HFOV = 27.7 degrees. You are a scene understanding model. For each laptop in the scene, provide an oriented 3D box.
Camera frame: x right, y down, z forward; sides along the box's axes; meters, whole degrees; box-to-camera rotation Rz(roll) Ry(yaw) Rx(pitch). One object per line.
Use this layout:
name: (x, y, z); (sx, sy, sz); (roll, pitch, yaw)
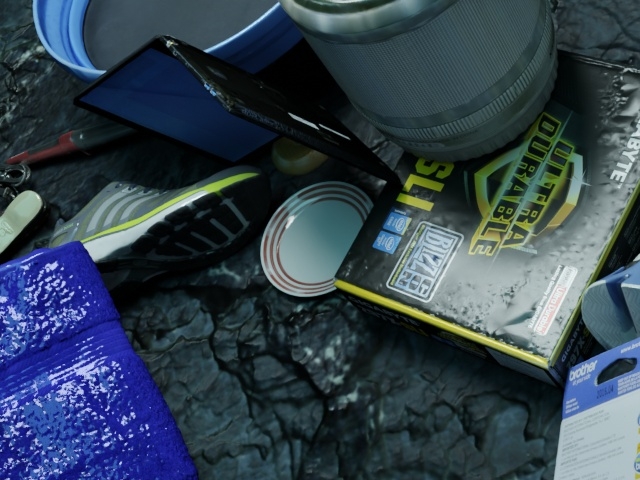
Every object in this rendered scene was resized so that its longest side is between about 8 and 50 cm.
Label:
laptop: (-0.092, -0.105, 1.345); (0.137, 0.234, 0.264); (-58, 42, 14)

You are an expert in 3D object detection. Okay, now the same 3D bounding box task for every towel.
towel: (-0.288, 0.167, 1.342); (0.227, 0.076, 0.308); (-27, 75, -10)

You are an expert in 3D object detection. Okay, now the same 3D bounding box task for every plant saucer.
plant saucer: (-0.023, -0.114, 1.492); (0.083, 0.015, 0.083); (-13, 58, 21)

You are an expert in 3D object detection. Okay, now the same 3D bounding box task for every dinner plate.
dinner plate: (0.000, 0.000, 1.414); (0.141, 0.017, 0.141); (-12, 58, 20)

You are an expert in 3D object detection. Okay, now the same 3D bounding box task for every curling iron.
curling iron: (-0.303, -0.111, 1.624); (0.274, 0.035, 0.068); (-19, 60, 18)

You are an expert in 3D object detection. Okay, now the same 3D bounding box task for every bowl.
bowl: (-0.143, -0.316, 1.491); (0.391, 0.077, 0.391); (-14, 51, 17)

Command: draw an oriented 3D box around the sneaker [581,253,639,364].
sneaker: (0.395, 0.030, 1.087); (0.315, 0.127, 0.182); (12, 50, 40)

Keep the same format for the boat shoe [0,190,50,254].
boat shoe: (-0.392, -0.010, 1.610); (0.133, 0.042, 0.049); (-39, 78, 3)

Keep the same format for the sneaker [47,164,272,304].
sneaker: (-0.196, -0.026, 1.477); (0.299, 0.111, 0.121); (-22, 52, 13)

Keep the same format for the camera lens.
camera lens: (0.095, -0.227, 1.238); (0.219, 0.274, 0.219); (-13, 57, 21)

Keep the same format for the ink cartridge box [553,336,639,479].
ink cartridge box: (0.250, 0.235, 1.057); (0.065, 0.186, 0.311); (17, 66, -14)

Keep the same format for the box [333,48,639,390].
box: (0.197, -0.040, 1.298); (0.257, 0.079, 0.322); (20, 73, 36)
